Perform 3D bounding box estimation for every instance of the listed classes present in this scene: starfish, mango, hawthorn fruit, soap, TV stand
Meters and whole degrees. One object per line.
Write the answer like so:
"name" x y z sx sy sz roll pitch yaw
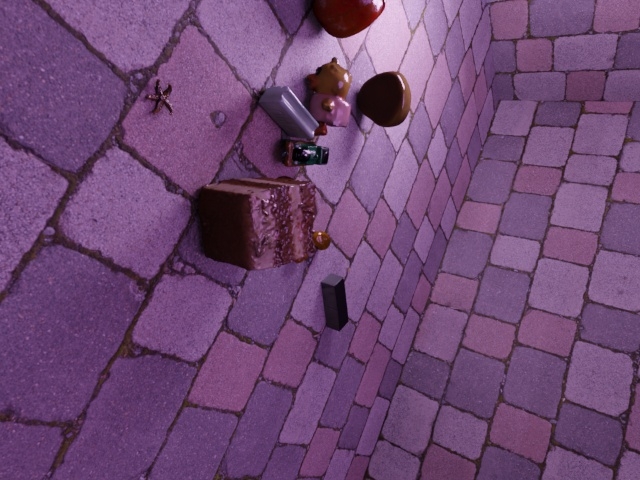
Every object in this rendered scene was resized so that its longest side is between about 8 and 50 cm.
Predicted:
"starfish" -0.409 -0.363 1.050 0.078 0.028 0.091 33 77 -49
"mango" 0.000 0.000 1.759 0.114 0.057 0.079 26 84 -48
"hawthorn fruit" 0.125 -0.850 1.410 0.254 0.300 0.254 -20 114 -52
"soap" -0.107 -0.430 1.375 0.198 0.119 0.067 39 71 -50
"TV stand" 0.071 0.297 1.945 0.088 0.082 0.270 -38 130 -42

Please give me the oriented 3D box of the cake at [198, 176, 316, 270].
"cake" -0.188 -0.058 1.260 0.290 0.281 0.256 -25 118 -47

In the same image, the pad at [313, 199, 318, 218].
"pad" -0.085 -0.075 1.623 0.266 0.002 0.176 -55 151 -29

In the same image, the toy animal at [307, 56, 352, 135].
"toy animal" 0.033 -0.534 1.517 0.195 0.168 0.282 -122 -149 -77

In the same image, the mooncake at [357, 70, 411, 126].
"mooncake" 0.288 -0.623 1.775 0.117 0.234 0.235 -16 115 -52

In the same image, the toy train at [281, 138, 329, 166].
"toy train" -0.056 -0.314 1.479 0.227 0.136 0.091 -22 122 -61

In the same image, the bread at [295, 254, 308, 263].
"bread" -0.083 0.054 1.661 0.083 0.046 0.081 14 96 -62

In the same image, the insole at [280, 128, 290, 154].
"insole" -0.123 -0.404 1.472 0.065 0.006 0.194 -14 114 -53

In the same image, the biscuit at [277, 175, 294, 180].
"biscuit" -0.136 -0.148 1.529 0.187 0.027 0.188 -24 120 -50
